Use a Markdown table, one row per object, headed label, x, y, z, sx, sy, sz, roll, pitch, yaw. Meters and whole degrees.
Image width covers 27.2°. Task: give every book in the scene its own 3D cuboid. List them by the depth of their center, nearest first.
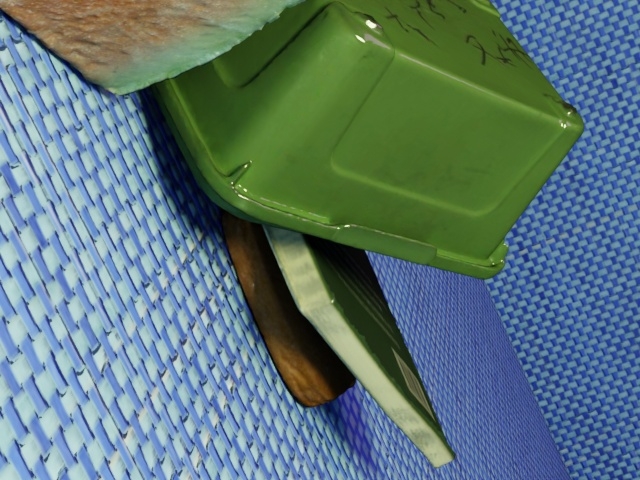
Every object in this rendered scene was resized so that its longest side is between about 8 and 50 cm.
| label | x | y | z | sx | sy | sz | roll | pitch | yaw |
| --- | --- | --- | --- | --- | --- | --- | --- | --- | --- |
| book | 0.000 | 0.000 | 1.165 | 0.260 | 0.043 | 0.371 | 53 | 10 | -44 |

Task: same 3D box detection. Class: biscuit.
| label | x | y | z | sx | sy | sz | roll | pitch | yaw |
| --- | --- | --- | --- | --- | --- | --- | --- | --- | --- |
| biscuit | -0.022 | 0.049 | 1.133 | 0.186 | 0.036 | 0.192 | 67 | 10 | 4 |

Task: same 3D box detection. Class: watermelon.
| label | x | y | z | sx | sy | sz | roll | pitch | yaw |
| --- | --- | --- | --- | --- | --- | --- | --- | --- | --- |
| watermelon | -0.136 | -0.192 | 0.780 | 0.257 | 0.193 | 0.140 | 11 | 55 | -60 |

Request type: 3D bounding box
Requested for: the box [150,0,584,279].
| label | x | y | z | sx | sy | sz | roll | pitch | yaw |
| --- | --- | --- | --- | --- | --- | --- | --- | --- | --- |
| box | 0.037 | -0.123 | 1.038 | 0.329 | 0.178 | 0.253 | 12 | 39 | -42 |
